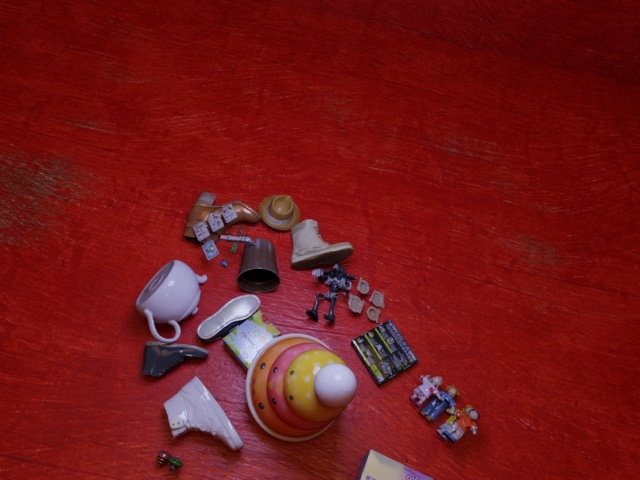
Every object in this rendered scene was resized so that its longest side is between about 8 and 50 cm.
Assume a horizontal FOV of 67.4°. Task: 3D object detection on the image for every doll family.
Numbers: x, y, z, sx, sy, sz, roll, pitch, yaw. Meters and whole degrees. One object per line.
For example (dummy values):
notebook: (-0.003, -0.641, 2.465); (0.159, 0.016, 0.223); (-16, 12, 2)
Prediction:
doll family: (0.443, 0.590, 1.684); (0.163, 0.118, 0.263); (-33, 49, -18)

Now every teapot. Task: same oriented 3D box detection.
teapot: (-0.525, 0.211, 1.732); (0.187, 0.252, 0.256); (44, 81, -22)

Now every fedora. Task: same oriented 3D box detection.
fedora: (-0.166, -0.136, 2.044); (0.194, 0.079, 0.194); (14, 49, -17)

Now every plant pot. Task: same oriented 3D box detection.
plant pot: (-0.238, 0.091, 1.871); (0.167, 0.167, 0.165); (2, 50, -7)

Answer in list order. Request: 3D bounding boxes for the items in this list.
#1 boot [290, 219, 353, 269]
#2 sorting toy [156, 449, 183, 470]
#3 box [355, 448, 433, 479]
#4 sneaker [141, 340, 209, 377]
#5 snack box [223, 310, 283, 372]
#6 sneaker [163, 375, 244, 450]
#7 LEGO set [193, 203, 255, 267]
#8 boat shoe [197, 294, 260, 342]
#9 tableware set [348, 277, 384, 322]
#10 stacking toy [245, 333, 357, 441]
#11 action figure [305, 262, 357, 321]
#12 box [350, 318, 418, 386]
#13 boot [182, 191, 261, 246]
boot: (0.000, 0.000, 1.961); (0.262, 0.095, 0.203); (-16, 53, 16)
sorting toy: (-0.474, 0.698, 1.504); (0.102, 0.061, 0.042); (14, 67, 34)
box: (0.202, 0.817, 1.486); (0.213, 0.117, 0.243); (23, 58, 7)
sneaker: (-0.505, 0.422, 1.676); (0.222, 0.083, 0.118); (7, 72, -7)
snack box: (-0.221, 0.385, 1.731); (0.174, 0.070, 0.207); (-36, 68, -26)
sneaker: (-0.388, 0.602, 1.557); (0.169, 0.108, 0.292); (-36, 59, -24)
LEGO set: (-0.371, -0.006, 1.862); (0.182, 0.060, 0.244); (-33, 57, -1)
boat shoe: (-0.334, 0.291, 1.770); (0.254, 0.079, 0.095); (-37, 71, -24)
tableware set: (0.184, 0.236, 1.874); (0.169, 0.020, 0.141); (34, 55, -18)
stacking toy: (-0.017, 0.430, 1.453); (0.351, 0.480, 0.350); (7, 69, -18)
action figure: (0.046, 0.177, 1.861); (0.164, 0.141, 0.275); (12, 58, 14)
box: (0.239, 0.415, 1.792); (0.184, 0.045, 0.190); (-26, 65, -19)
boot: (-0.408, -0.065, 1.977); (0.283, 0.109, 0.220); (21, 64, -7)
